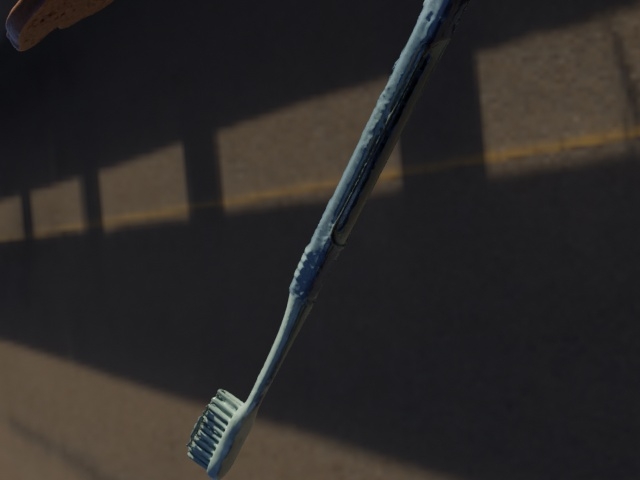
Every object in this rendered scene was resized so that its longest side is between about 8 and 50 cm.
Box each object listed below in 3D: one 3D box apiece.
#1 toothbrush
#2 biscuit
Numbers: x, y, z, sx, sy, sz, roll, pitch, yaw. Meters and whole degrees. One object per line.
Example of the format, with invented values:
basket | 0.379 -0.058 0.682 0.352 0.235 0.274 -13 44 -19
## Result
toothbrush | 0.000 0.000 0.645 0.019 0.016 0.219 35 112 18
biscuit | -0.146 -0.167 1.088 0.019 0.130 0.102 52 147 2
